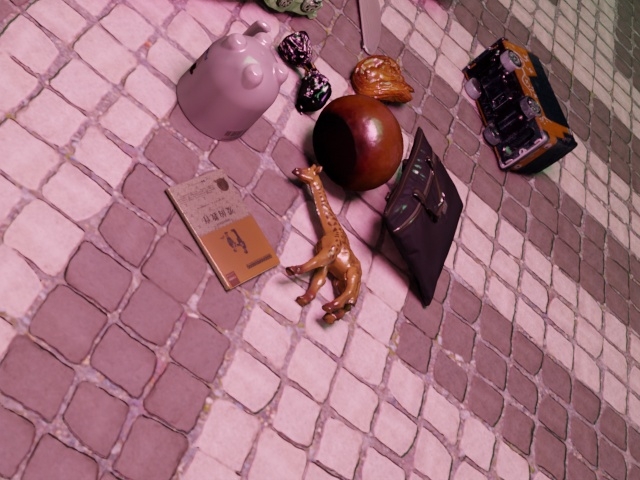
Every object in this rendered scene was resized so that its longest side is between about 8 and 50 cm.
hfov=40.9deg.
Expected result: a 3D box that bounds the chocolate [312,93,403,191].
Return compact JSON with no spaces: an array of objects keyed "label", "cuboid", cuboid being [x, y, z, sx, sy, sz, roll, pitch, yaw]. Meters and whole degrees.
[{"label":"chocolate","cuboid":[0.074,-0.167,1.456,0.176,0.176,0.177,23,49,-30]}]

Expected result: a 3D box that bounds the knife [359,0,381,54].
[{"label":"knife","cuboid":[0.095,-0.521,1.819,0.081,0.043,0.336,18,58,-42]}]

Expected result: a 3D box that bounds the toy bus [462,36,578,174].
[{"label":"toy bus","cuboid":[0.441,-0.290,1.898,0.167,0.138,0.275,10,55,-41]}]

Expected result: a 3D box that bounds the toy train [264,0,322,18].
[{"label":"toy train","cuboid":[-0.057,-0.462,1.599,0.149,0.081,0.099,-11,73,-40]}]

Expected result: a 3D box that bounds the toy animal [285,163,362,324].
[{"label":"toy animal","cuboid":[0.008,0.003,1.354,0.149,0.054,0.276,24,51,-26]}]

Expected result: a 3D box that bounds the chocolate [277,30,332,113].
[{"label":"chocolate","cuboid":[-0.025,-0.296,1.530,0.070,0.072,0.147,56,16,-81]}]

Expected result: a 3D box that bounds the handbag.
[{"label":"handbag","cuboid":[0.178,-0.048,1.494,0.211,0.088,0.254,61,36,-34]}]

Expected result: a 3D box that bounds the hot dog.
[{"label":"hot dog","cuboid":[0.128,-0.309,1.672,0.147,0.065,0.099,0,54,-41]}]

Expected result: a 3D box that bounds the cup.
[{"label":"cup","cuboid":[-0.120,-0.257,1.345,0.134,0.142,0.173,52,40,-1]}]

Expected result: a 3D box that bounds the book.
[{"label":"book","cuboid":[-0.141,-0.019,1.261,0.118,0.012,0.172,-28,83,-48]}]
